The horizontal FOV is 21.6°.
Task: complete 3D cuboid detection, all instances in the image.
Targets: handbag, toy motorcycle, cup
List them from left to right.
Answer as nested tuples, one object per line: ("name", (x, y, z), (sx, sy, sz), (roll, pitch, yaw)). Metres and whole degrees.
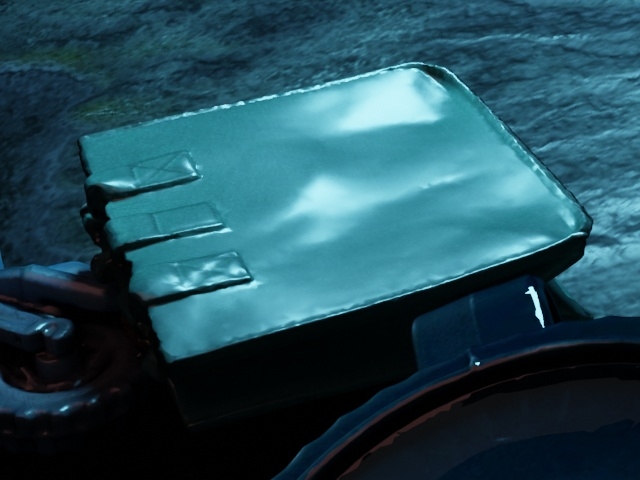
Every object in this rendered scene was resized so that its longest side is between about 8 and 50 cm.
("toy motorcycle", (-0.254, 0.029, 1.167), (0.416, 0.172, 0.232), (13, 35, 33))
("handbag", (0.002, 0.003, 1.032), (0.274, 0.100, 0.269), (-16, 34, -15))
("cup", (0.122, 0.179, 0.558), (0.242, 0.292, 0.308), (-3, 41, 34))
